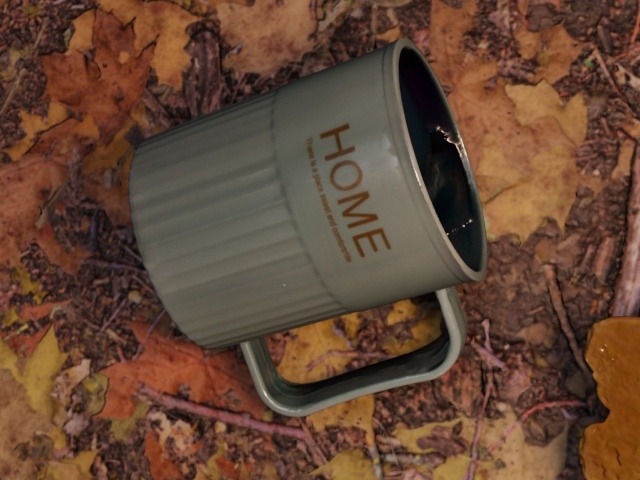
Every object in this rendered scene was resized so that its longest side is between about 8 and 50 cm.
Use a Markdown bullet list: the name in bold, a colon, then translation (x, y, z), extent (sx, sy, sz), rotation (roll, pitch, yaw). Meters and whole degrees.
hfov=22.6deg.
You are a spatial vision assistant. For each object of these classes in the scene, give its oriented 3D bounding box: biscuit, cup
- **biscuit**: translation (0.377, 0.218, 1.474), extent (0.376, 0.051, 0.269), rotation (53, 125, 18)
- **cup**: translation (0.000, -0.016, 1.694), extent (0.311, 0.331, 0.257), rotation (-17, 38, 17)
